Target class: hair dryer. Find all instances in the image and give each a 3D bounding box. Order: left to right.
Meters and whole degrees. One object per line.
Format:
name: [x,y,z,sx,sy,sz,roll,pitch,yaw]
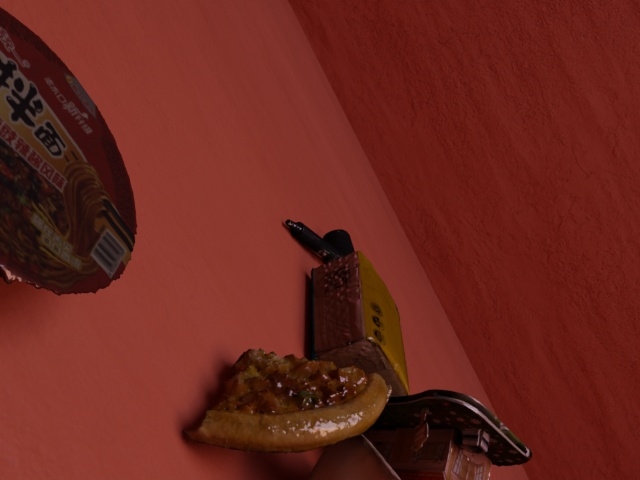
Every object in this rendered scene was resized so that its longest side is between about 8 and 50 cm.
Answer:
hair dryer: [0.000,0.000,1.433,0.255,0.070,0.128,40,28,-47]

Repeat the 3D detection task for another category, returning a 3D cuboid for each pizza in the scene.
pizza: [-0.040,0.182,0.819,0.292,0.058,0.197,-1,20,-36]

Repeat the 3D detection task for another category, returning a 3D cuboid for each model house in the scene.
model house: [0.127,0.339,0.988,0.207,0.294,0.153,43,50,-29]

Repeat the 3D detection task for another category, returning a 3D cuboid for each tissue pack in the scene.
tissue pack: [0.074,0.171,1.257,0.192,0.134,0.270,57,17,-30]

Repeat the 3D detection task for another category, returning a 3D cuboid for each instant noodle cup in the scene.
instant noodle cup: [-0.270,-0.064,0.551,0.274,0.091,0.274,56,18,-29]

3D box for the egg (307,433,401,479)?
egg: [0.051,0.377,0.821,0.264,0.174,0.286,62,-12,-9]
